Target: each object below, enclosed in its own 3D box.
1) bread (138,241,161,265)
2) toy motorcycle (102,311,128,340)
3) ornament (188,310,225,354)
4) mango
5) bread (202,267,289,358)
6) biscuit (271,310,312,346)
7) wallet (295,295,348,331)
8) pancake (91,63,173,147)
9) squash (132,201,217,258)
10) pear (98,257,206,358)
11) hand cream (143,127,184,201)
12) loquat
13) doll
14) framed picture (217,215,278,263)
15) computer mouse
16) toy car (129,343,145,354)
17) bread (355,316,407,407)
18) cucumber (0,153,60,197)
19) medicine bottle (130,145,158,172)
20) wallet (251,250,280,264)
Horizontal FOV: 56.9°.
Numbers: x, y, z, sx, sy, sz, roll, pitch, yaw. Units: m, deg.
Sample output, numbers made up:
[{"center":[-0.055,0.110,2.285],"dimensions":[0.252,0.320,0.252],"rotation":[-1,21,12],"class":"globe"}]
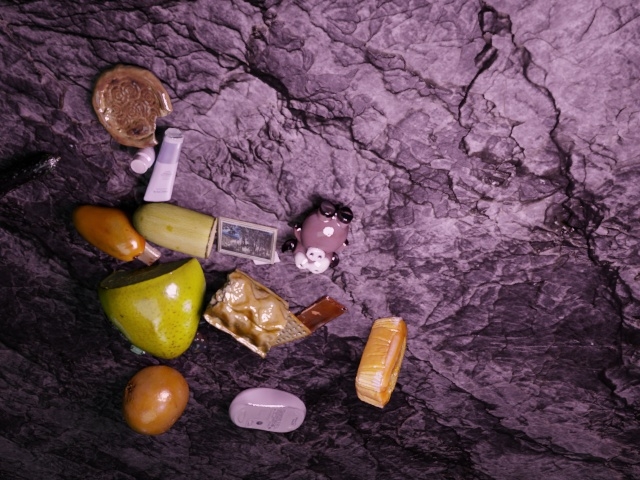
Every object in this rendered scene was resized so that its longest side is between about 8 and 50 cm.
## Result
[{"center":[-0.587,0.019,1.876],"dimensions":[0.154,0.028,0.068],"rotation":[40,128,-20],"class":"bread"},{"center":[-0.686,0.281,2.046],"dimensions":[0.084,0.212,0.118],"rotation":[-40,142,-12],"class":"toy motorcycle"},{"center":[-0.383,0.314,2.059],"dimensions":[0.236,0.080,0.202],"rotation":[-14,123,21],"class":"ornament"},{"center":[-0.634,-0.036,1.776],"dimensions":[0.254,0.113,0.138],"rotation":[29,93,9],"class":"mango"},{"center":[-0.229,0.230,1.872],"dimensions":[0.252,0.196,0.238],"rotation":[32,127,-5],"class":"bread"},{"center":[-0.143,0.305,2.036],"dimensions":[0.203,0.016,0.144],"rotation":[-21,123,33],"class":"biscuit"},{"center":[-0.001,0.242,1.956],"dimensions":[0.095,0.026,0.176],"rotation":[36,133,-19],"class":"wallet"},{"center":[-0.492,-0.346,1.529],"dimensions":[0.212,0.029,0.235],"rotation":[25,125,-4],"class":"pancake"},{"center":[-0.433,-0.037,1.727],"dimensions":[0.247,0.132,0.132],"rotation":[15,132,-3],"class":"squash"},{"center":[-0.531,0.239,1.896],"dimensions":[0.343,0.238,0.317],"rotation":[-11,109,19],"class":"pear"},{"center":[-0.433,-0.200,1.639],"dimensions":[0.080,0.048,0.255],"rotation":[-2,138,-31],"class":"hand cream"},{"center":[-0.624,0.606,2.245],"dimensions":[0.263,0.263,0.262],"rotation":[6,131,6],"class":"loquat"},{"center":[0.001,-0.002,1.684],"dimensions":[0.182,0.117,0.257],"rotation":[20,129,-14],"class":"doll"},{"center":[-0.225,0.002,1.792],"dimensions":[0.183,0.011,0.141],"rotation":[12,128,3],"class":"framed picture"},{"center":[-0.209,0.651,2.296],"dimensions":[0.297,0.121,0.184],"rotation":[6,122,-14],"class":"computer mouse"},{"center":[-0.673,0.394,2.216],"dimensions":[0.059,0.035,0.122],"rotation":[31,138,-16],"class":"toy car"},{"center":[0.195,0.381,1.874],"dimensions":[0.120,0.288,0.152],"rotation":[6,131,19],"class":"bread"},{"center":[-0.875,-0.193,1.721],"dimensions":[0.300,0.072,0.072],"rotation":[-18,125,24],"class":"cucumber"},{"center":[-0.477,-0.224,1.600],"dimensions":[0.052,0.089,0.052],"rotation":[6,131,7],"class":"medicine bottle"},{"center":[-0.170,0.054,1.836],"dimensions":[0.084,0.011,0.044],"rotation":[-8,128,18],"class":"wallet"}]
